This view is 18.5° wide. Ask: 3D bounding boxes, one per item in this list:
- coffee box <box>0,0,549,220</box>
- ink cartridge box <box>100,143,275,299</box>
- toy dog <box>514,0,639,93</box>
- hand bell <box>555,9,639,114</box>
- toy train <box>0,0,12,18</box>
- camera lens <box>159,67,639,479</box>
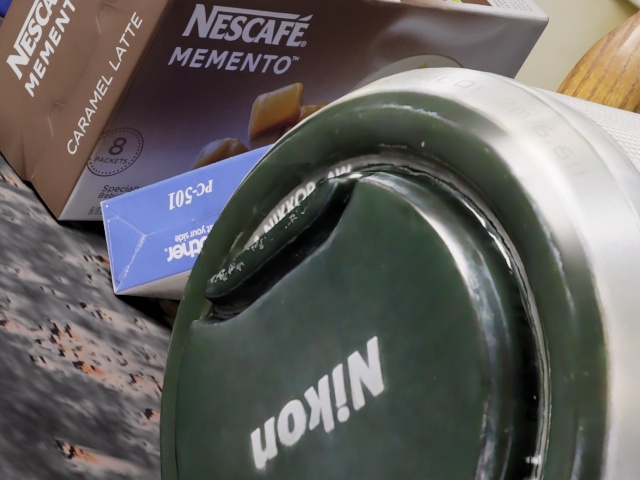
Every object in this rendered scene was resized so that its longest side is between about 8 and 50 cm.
[{"bbox_3d":[-0.026,-0.089,0.965,0.246,0.141,0.098,1,39,-45],"label":"coffee box"},{"bbox_3d":[0.000,0.000,0.924,0.207,0.097,0.046,8,69,-58],"label":"ink cartridge box"},{"bbox_3d":[0.183,-0.153,1.523,0.395,0.284,0.408,19,14,4],"label":"toy dog"},{"bbox_3d":[0.078,0.001,0.828,0.126,0.242,0.126,33,16,-11],"label":"hand bell"},{"bbox_3d":[-0.182,-0.164,1.045,0.248,0.105,0.143,26,5,-31],"label":"toy train"},{"bbox_3d":[0.100,0.067,0.677,0.274,0.219,0.219,10,30,-41],"label":"camera lens"}]
